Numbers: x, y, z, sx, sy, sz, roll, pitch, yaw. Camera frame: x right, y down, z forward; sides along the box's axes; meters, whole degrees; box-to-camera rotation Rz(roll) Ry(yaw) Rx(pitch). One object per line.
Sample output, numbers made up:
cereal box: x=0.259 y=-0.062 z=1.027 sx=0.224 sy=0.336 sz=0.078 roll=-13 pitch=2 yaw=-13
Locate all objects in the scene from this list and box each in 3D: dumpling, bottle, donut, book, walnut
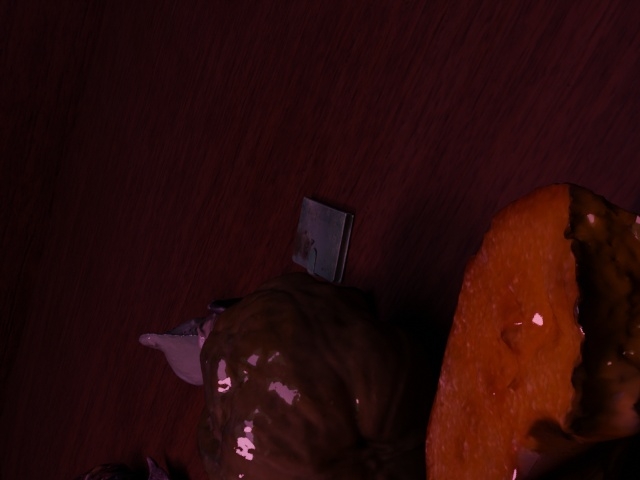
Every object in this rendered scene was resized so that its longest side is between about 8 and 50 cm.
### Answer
dumpling: x=-0.216 y=0.174 z=1.493 sx=0.105 sy=0.149 sz=0.217 roll=-51 pitch=7 yaw=-25
bottle: x=-0.452 y=0.548 z=1.854 sx=0.271 sy=0.143 sz=0.156 roll=-30 pitch=59 yaw=55
donut: x=0.203 y=0.199 z=0.639 sx=0.377 sy=0.164 sz=0.434 roll=121 pitch=151 yaw=-61
book: x=0.000 y=0.000 z=1.241 sx=0.135 sy=0.017 sz=0.103 roll=26 pitch=107 yaw=61
walnut: x=-0.004 y=0.188 z=0.960 sx=0.253 sy=0.282 sz=0.277 roll=-46 pitch=31 yaw=-14

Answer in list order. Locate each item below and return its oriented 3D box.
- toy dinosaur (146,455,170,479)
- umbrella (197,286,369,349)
toy dinosaur: x=-0.282 y=0.512 z=1.620 sx=0.294 sy=0.077 sz=0.162 roll=25 pitch=104 yaw=45
umbrella: x=-0.058 y=0.104 z=1.244 sx=0.358 sy=0.113 sz=0.106 roll=-19 pitch=95 yaw=54
